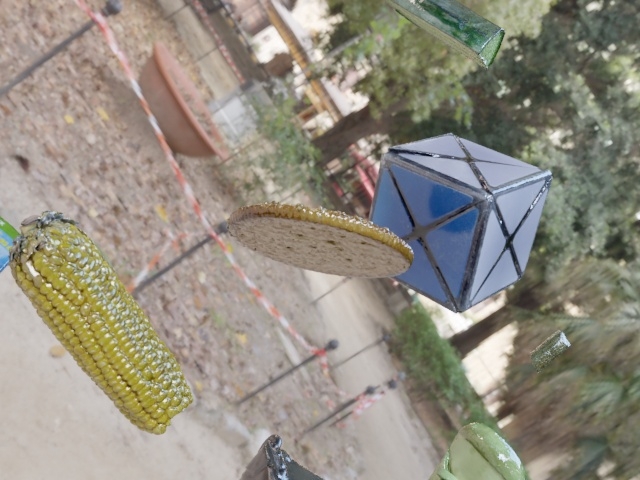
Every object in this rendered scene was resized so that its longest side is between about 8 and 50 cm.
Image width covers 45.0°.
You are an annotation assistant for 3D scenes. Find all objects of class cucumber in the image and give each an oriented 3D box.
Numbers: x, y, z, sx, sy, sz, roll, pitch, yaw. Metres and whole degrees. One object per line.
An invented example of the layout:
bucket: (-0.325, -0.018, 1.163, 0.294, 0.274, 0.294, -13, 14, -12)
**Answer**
cucumber: (0.193, -0.369, 1.260, 0.244, 0.063, 0.115, 39, 10, 24)

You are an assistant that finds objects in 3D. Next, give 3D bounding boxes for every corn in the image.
corn: (-0.272, 0.106, 0.959, 0.318, 0.115, 0.115, 56, 2, -12)

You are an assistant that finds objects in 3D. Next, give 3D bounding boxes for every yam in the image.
yam: (0.462, 0.226, 1.570, 0.043, 0.094, 0.043, 51, -1, 1)

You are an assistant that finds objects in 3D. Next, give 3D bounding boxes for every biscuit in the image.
biscuit: (0.000, 0.000, 1.224, 0.305, 0.305, 0.038, 52, 47, -66)

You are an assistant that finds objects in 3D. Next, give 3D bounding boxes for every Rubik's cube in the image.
Rubik's cube: (0.267, -0.045, 1.513, 0.259, 0.254, 0.260, 30, -57, 31)

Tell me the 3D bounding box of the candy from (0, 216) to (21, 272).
candy: (-0.476, 0.024, 1.028, 0.097, 0.062, 0.194, 44, 19, -15)

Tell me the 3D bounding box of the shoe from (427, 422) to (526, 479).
shoe: (0.202, 0.390, 1.104, 0.140, 0.262, 0.128, 36, 35, 24)

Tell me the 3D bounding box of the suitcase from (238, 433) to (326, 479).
suitcase: (0.016, 0.505, 1.193, 0.345, 0.188, 0.339, 39, 0, -20)
